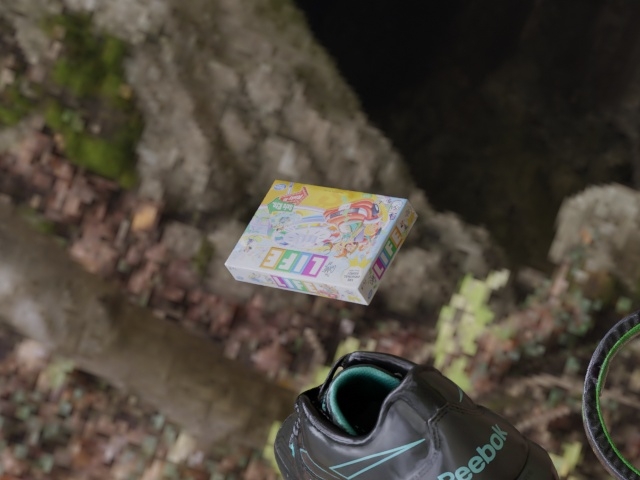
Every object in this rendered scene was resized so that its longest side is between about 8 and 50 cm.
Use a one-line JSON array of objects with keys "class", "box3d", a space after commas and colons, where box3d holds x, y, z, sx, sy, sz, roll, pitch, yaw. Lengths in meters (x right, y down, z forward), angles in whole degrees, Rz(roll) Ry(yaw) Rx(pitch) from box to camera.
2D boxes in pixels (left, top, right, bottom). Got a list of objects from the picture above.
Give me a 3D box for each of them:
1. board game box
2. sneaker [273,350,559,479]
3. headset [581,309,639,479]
[{"class": "board game box", "box3d": [0.000, 0.000, 1.589, 0.154, 0.026, 0.103, 9, 58, 36]}, {"class": "sneaker", "box3d": [0.033, 0.103, 0.967, 0.101, 0.106, 0.267, -47, 16, -19]}, {"class": "headset", "box3d": [0.502, 0.207, 2.016, 0.185, 0.394, 0.243, 75, -147, -75]}]
